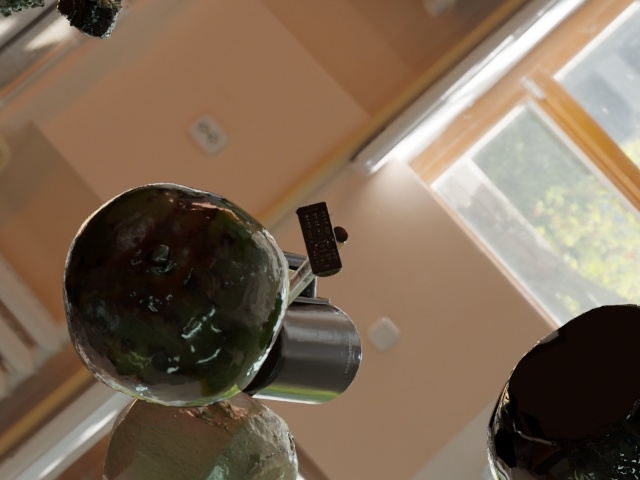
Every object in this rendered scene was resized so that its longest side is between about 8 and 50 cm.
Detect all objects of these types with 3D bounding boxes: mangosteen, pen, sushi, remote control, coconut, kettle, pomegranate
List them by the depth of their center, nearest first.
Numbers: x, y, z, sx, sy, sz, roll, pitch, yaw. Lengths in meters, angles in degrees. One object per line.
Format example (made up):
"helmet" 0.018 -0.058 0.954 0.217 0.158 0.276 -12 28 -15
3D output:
"pomegranate" -0.090 0.032 0.597 0.148 0.148 0.169 -42 -174 -2
"remote control" 0.000 0.000 0.868 0.034 0.091 0.016 -13 135 -1
"mangosteen" 0.305 0.206 0.907 0.287 0.233 0.287 -21 -146 15
"coconut" -0.156 0.265 1.111 0.224 0.234 0.224 -46 155 -29
"pen" -0.020 0.045 1.242 0.028 0.028 0.239 -39 174 -35
"sushi" -0.399 -0.409 1.613 0.090 0.150 0.078 15 113 -35
"kettle" -0.058 0.175 1.726 0.262 0.203 0.308 -56 153 7

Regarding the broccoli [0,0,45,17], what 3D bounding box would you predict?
"broccoli" -0.430 -0.486 1.384 0.324 0.272 0.334 1 174 -1
